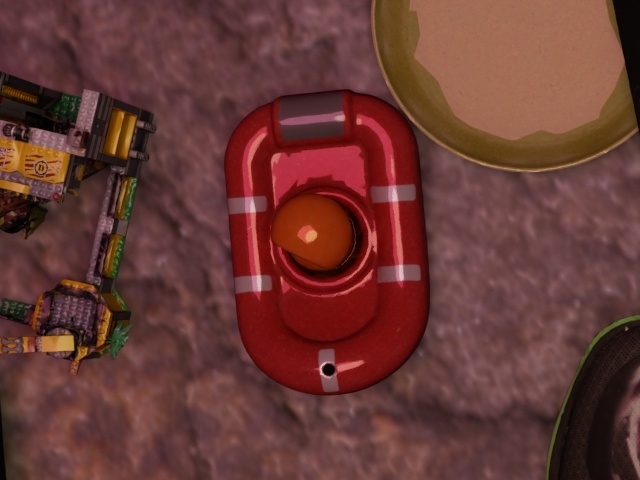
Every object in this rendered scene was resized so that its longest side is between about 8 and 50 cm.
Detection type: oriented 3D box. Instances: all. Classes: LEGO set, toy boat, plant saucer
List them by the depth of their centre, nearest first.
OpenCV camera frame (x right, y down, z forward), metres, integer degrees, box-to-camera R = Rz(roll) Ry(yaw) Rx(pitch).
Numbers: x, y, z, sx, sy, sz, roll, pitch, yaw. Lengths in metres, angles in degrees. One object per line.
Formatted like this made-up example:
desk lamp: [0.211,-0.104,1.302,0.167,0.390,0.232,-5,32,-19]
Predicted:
toy boat: [0.000,0.000,1.358,0.151,0.151,0.231,-6,87,9]
LEGO set: [-0.283,-0.036,1.381,0.331,0.192,0.255,22,92,9]
plant saucer: [0.160,-0.170,1.395,0.241,0.037,0.241,0,88,8]

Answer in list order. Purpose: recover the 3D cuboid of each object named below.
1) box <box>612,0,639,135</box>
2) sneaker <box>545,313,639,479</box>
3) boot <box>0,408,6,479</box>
box: [0.311,-0.087,1.283,0.143,0.165,0.270,-12,92,-7]
sneaker: [0.237,0.289,1.237,0.185,0.202,0.483,3,83,1]
boot: [-0.397,0.340,1.372,0.367,0.146,0.445,-13,75,7]
